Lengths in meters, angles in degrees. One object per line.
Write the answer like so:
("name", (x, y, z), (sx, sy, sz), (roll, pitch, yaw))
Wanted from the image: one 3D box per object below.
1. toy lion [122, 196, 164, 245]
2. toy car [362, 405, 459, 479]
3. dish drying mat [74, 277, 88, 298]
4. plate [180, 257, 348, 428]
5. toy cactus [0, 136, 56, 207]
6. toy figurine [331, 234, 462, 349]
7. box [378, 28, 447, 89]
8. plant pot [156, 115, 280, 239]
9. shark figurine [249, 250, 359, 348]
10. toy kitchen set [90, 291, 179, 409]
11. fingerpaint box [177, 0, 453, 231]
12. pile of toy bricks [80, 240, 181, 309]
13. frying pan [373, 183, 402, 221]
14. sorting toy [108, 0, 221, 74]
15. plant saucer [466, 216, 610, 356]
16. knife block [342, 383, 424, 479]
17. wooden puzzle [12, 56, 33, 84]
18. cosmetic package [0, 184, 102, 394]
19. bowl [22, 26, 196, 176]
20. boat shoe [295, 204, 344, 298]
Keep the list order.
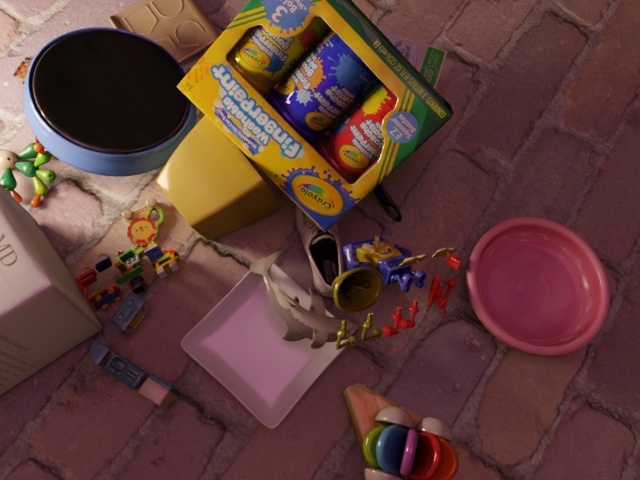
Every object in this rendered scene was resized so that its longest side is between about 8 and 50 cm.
("toy lion", (-0.411, -0.039, 1.389), (0.100, 0.034, 0.096), (-31, 82, -15))
("toy car", (0.173, 0.407, 1.123), (0.182, 0.136, 0.159), (16, 70, 1))
("dish drying mat", (-0.541, 0.125, 1.327), (0.032, 0.008, 0.083), (0, 69, -4))
("plate", (-0.116, 0.222, 1.309), (0.277, 0.045, 0.278), (41, 71, 9))
("toy cactus", (-0.707, -0.174, 1.383), (0.181, 0.112, 0.218), (21, 78, 13))
("toy figurine", (0.114, 0.081, 1.328), (0.363, 0.191, 0.217), (-13, 31, -34))
("box", (0.151, -0.365, 1.435), (0.231, 0.262, 0.126), (19, 69, 3))
("plant pot", (-0.242, -0.122, 1.352), (0.187, 0.212, 0.212), (-38, 77, -3))
("shark figurine", (-0.065, 0.158, 1.266), (0.278, 0.116, 0.166), (40, 37, 1))
("toy kitchen set", (-0.365, 0.227, 1.244), (0.207, 0.122, 0.166), (31, 70, 6))
("fingerpaint box", (-0.008, -0.306, 1.255), (0.371, 0.163, 0.445), (-42, 99, 21))
("pile of toy bricks", (-0.434, 0.053, 1.326), (0.212, 0.118, 0.105), (-29, 36, -4))
("frying pan", (0.110, -0.213, 1.440), (0.326, 0.197, 0.053), (33, 29, 4))
("sorting toy", (-0.383, -0.523, 1.568), (0.229, 0.041, 0.307), (-34, 82, -13))
("plant saucer", (0.498, 0.110, 1.385), (0.333, 0.084, 0.331), (2, 69, -4))
("knife block", (0.129, 0.461, 1.219), (0.276, 0.088, 0.242), (27, 69, 5))
("wooden puzzle", (-0.753, -0.433, 1.515), (0.050, 0.006, 0.083), (21, 69, 3))
("cosmetic package", (-0.713, 0.119, 1.141), (0.394, 0.327, 0.329), (-35, 75, -15))
("bowl", (-0.488, -0.338, 1.396), (0.392, 0.077, 0.390), (8, 65, -18))
("boat shoe", (0.000, 0.000, 1.378), (0.096, 0.088, 0.267), (-6, 71, -7))
